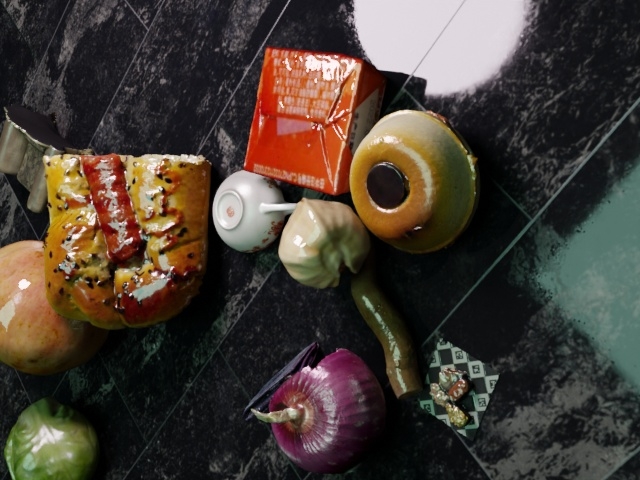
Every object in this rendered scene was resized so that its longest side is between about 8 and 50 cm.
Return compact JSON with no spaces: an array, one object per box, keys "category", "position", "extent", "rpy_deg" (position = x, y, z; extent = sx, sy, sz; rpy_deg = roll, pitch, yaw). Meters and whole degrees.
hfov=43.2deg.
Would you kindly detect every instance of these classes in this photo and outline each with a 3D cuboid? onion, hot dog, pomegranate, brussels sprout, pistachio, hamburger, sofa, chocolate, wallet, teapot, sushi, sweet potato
[{"category":"onion","position":[0.019,0.298,1.359],"extent":[0.207,0.200,0.200],"rpy_deg":[-39,61,2]},{"category":"hot dog","position":[-0.405,0.002,1.664],"extent":[0.367,0.196,0.365],"rpy_deg":[0,91,13]},{"category":"pomegranate","position":[-0.628,0.136,1.835],"extent":[0.338,0.338,0.338],"rpy_deg":[-1,88,41]},{"category":"brussels sprout","position":[-0.632,0.499,1.903],"extent":[0.244,0.244,0.244],"rpy_deg":[-1,88,41]},{"category":"pistachio","position":[0.000,0.000,1.354],"extent":[0.229,0.157,0.157],"rpy_deg":[-139,55,-83]},{"category":"hamburger","position":[0.148,-0.089,1.268],"extent":[0.237,0.147,0.237],"rpy_deg":[13,110,40]},{"category":"sofa","position":[-0.713,-0.199,1.998],"extent":[0.258,0.182,0.200],"rpy_deg":[40,115,34]},{"category":"chocolate","position":[-0.009,-0.212,1.434],"extent":[0.237,0.108,0.235],"rpy_deg":[17,99,39]},{"category":"wallet","position":[-0.069,0.259,1.477],"extent":[0.030,0.111,0.166],"rpy_deg":[46,120,1]},{"category":"teapot","position":[-0.129,-0.057,1.546],"extent":[0.245,0.116,0.159],"rpy_deg":[5,81,35]},{"category":"sushi","position":[0.210,0.236,1.282],"extent":[0.120,0.026,0.126],"rpy_deg":[29,107,39]},{"category":"sweet potato","position":[0.102,0.125,1.358],"extent":[0.067,0.059,0.281],"rpy_deg":[-33,69,26]}]
